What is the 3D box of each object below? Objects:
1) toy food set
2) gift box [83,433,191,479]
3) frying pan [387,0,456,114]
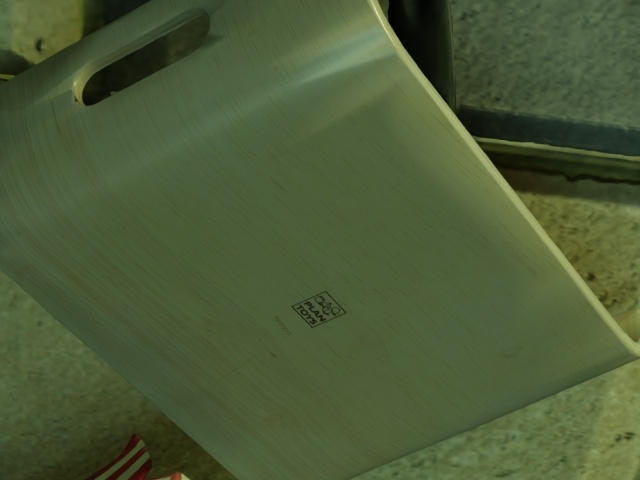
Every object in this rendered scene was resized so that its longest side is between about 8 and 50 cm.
[{"bbox_3d":[0.000,0.000,0.808,0.220,0.092,0.306,-25,131,22],"label":"toy food set"},{"bbox_3d":[-0.129,0.273,0.918,0.255,0.276,0.258,-22,129,33],"label":"gift box"},{"bbox_3d":[0.060,-0.176,0.687,0.197,0.053,0.326,-19,135,20],"label":"frying pan"}]
